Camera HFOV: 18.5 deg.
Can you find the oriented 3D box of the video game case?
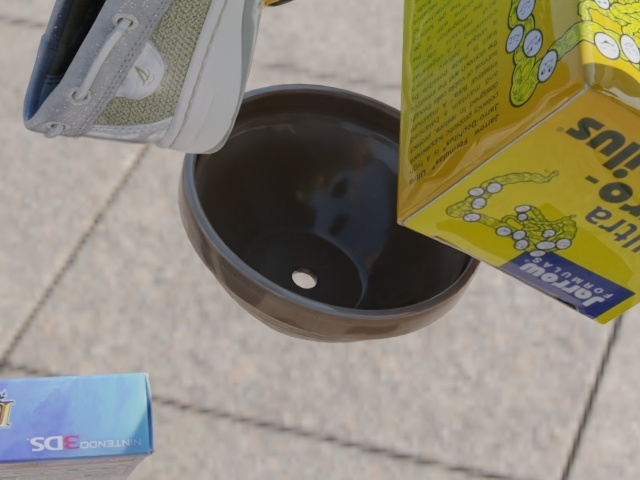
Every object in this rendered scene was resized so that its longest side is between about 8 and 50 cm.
[{"bbox_3d":[-0.264,0.142,1.386,0.269,0.244,0.061,-2,79,-11],"label":"video game case"}]

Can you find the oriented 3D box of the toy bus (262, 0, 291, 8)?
[{"bbox_3d":[-0.044,-0.304,2.024,0.220,0.149,0.211,-37,24,-32],"label":"toy bus"}]

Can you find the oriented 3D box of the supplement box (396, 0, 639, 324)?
[{"bbox_3d":[0.192,-0.157,1.423,0.194,0.195,0.356,25,48,-27],"label":"supplement box"}]

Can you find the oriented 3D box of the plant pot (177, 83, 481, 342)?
[{"bbox_3d":[0.000,0.000,1.509,0.237,0.110,0.237,10,46,-11],"label":"plant pot"}]

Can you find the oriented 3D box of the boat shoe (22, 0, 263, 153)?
[{"bbox_3d":[-0.077,-0.168,0.916,0.103,0.320,0.118,-2,49,-16],"label":"boat shoe"}]
